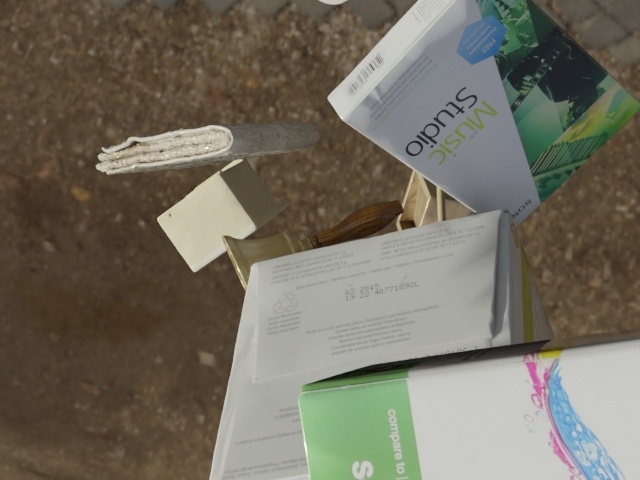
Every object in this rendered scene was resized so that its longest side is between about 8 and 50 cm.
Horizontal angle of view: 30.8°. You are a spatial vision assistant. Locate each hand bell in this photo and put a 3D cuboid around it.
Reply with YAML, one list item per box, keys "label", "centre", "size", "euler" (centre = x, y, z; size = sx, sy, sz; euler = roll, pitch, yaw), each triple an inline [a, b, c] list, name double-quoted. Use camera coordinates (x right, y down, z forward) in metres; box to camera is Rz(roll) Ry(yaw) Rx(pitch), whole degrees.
- label: "hand bell"
  centre: [0.000, 0.000, 1.583]
  size: [0.242, 0.126, 0.126]
  euler: [-25, 141, -6]

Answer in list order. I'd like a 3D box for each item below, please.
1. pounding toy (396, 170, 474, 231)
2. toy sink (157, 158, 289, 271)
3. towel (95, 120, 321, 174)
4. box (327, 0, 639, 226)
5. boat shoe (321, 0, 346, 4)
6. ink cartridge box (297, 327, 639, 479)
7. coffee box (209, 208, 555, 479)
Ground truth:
- label: "pounding toy"
  centre: [0.206, -0.045, 1.878]
  size: [0.094, 0.206, 0.181]
  euler: [9, 119, -12]
- label: "toy sink"
  centre: [-0.178, -0.059, 2.163]
  size: [0.153, 0.234, 0.131]
  euler: [-34, 93, 19]
- label: "towel"
  centre: [-0.159, -0.130, 1.595]
  size: [0.282, 0.049, 0.187]
  euler: [-5, -176, 39]
- label: "box"
  centre: [0.198, -0.160, 1.348]
  size: [0.322, 0.058, 0.232]
  euler: [29, 112, -39]
- label: "boat shoe"
  centre: [0.064, -0.350, 1.410]
  size: [0.066, 0.063, 0.184]
  euler: [26, 146, -30]
- label: "ink cartridge box"
  centre: [0.150, 0.116, 0.685]
  size: [0.278, 0.117, 0.201]
  euler: [-9, 175, 13]
- label: "coffee box"
  centre: [0.108, 0.223, 1.383]
  size: [0.338, 0.338, 0.334]
  euler: [-12, 132, 18]
